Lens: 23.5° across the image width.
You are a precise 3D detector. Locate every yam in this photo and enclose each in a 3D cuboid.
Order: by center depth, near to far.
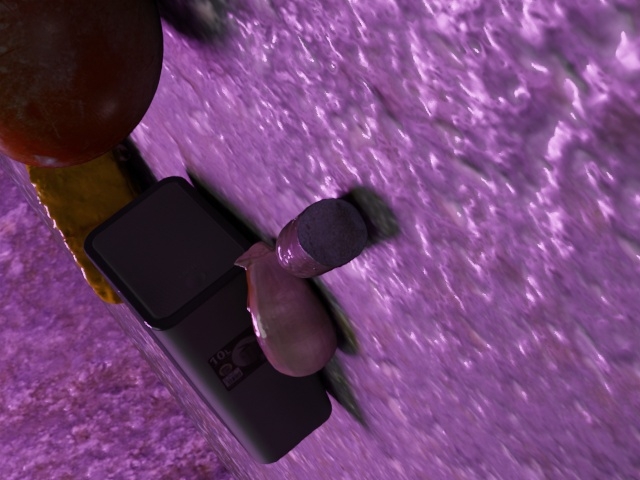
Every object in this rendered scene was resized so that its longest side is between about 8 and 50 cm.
[{"bbox_3d":[0.000,0.000,1.465,0.068,0.068,0.169,54,171,-1],"label":"yam"}]

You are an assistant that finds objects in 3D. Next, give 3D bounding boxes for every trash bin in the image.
[{"bbox_3d":[-0.128,0.111,1.993,0.223,0.158,0.343,42,168,44],"label":"trash bin"}]

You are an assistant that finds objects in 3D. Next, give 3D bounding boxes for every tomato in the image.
[{"bbox_3d":[-0.265,-0.209,1.506,0.270,0.222,0.270,53,-173,-10],"label":"tomato"}]

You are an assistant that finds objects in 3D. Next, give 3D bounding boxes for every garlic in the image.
[{"bbox_3d":[-0.032,0.097,1.815,0.129,0.090,0.198,62,-178,40],"label":"garlic"}]

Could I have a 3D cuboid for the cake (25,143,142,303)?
[{"bbox_3d":[-0.318,-0.042,2.248,0.179,0.156,0.261,-118,3,-67],"label":"cake"}]
